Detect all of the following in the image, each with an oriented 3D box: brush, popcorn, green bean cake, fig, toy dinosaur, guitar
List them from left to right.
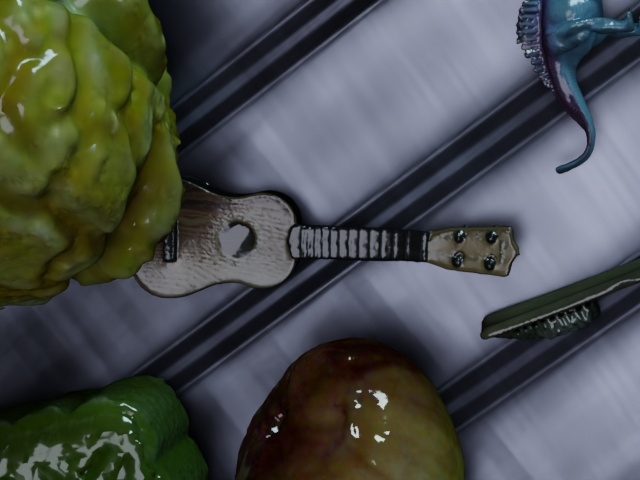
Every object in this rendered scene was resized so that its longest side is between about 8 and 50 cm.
[{"bbox_3d":[-0.229,-0.088,1.087,0.282,0.247,0.282,-2,86,26],"label":"popcorn"},{"bbox_3d":[-0.193,0.222,1.183,0.248,0.125,0.222,-13,96,13],"label":"green bean cake"},{"bbox_3d":[0.001,0.000,1.153,0.271,0.038,0.084,2,100,14],"label":"guitar"},{"bbox_3d":[0.055,0.170,1.115,0.230,0.143,0.160,31,72,7],"label":"fig"},{"bbox_3d":[0.167,-0.142,1.099,0.080,0.045,0.197,-2,91,25],"label":"toy dinosaur"},{"bbox_3d":[0.197,0.033,1.124,0.190,0.034,0.028,-22,103,14],"label":"brush"}]
